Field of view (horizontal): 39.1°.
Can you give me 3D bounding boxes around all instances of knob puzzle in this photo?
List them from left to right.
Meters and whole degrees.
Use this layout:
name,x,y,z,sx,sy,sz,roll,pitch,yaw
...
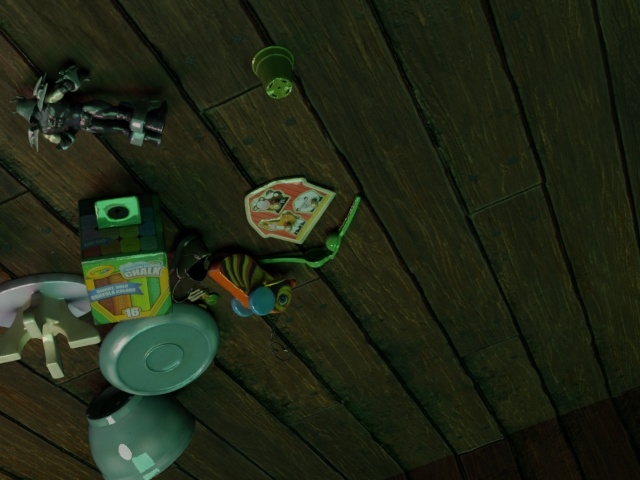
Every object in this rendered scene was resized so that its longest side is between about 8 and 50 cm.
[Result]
name,x,y,z,sx,sy,sz,roll,pitch,yaw
knob puzzle,-0.085,-0.069,2.054,0.213,0.030,0.213,-8,135,-8

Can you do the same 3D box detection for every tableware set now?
name,x,y,z,sx,sy,sz,roll,pitch,yaw
tableware set,-0.339,0.164,2.283,0.154,0.024,0.104,-29,143,16

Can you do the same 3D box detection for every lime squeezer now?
name,x,y,z,sx,sy,sz,roll,pitch,yaw
lime squeezer,0.000,0.000,2.178,0.310,0.059,0.110,-32,106,22

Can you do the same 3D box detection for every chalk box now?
name,x,y,z,sx,sy,sz,roll,pitch,yaw
chalk box,-0.424,0.021,1.950,0.180,0.179,0.289,-8,141,-9

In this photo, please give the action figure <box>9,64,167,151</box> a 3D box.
name,x,y,z,sx,sy,sz,roll,pitch,yaw
action figure,-0.439,-0.237,1.703,0.284,0.099,0.185,6,144,-19

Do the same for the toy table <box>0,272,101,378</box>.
name,x,y,z,sx,sy,sz,roll,pitch,yaw
toy table,-0.653,0.195,2.109,0.274,0.161,0.252,-18,142,3

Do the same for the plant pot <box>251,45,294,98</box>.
name,x,y,z,sx,sy,sz,roll,pitch,yaw
plant pot,-0.084,-0.316,1.725,0.083,0.079,0.083,-10,142,-8

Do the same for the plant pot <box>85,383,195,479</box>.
name,x,y,z,sx,sy,sz,roll,pitch,yaw
plant pot,-0.517,0.497,2.460,0.293,0.293,0.196,-24,114,12

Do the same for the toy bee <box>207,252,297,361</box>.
name,x,y,z,sx,sy,sz,roll,pitch,yaw
toy bee,-0.143,0.126,2.209,0.195,0.162,0.298,12,138,36

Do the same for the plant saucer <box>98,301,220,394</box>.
name,x,y,z,sx,sy,sz,roll,pitch,yaw
plant saucer,-0.404,0.290,2.301,0.317,0.044,0.318,-14,133,-16

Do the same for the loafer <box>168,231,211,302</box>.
name,x,y,z,sx,sy,sz,roll,pitch,yaw
loafer,-0.312,0.079,2.118,0.080,0.078,0.220,-31,155,-39
